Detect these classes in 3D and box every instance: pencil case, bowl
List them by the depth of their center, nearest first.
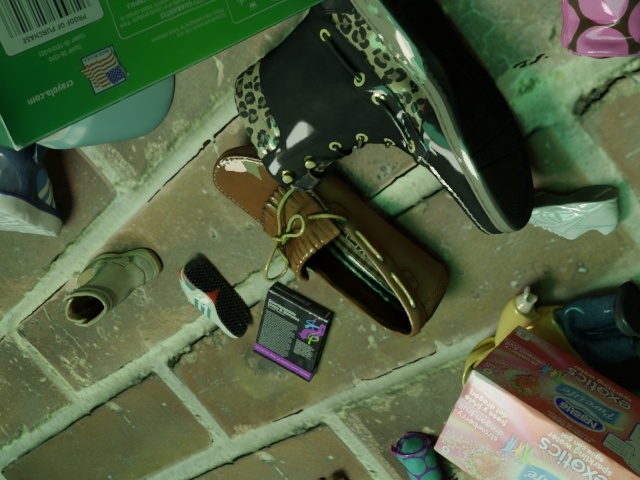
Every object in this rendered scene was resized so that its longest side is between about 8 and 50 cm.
[{"bbox_3d":[0.281,-0.285,0.847,0.098,0.095,0.209,-13,117,5],"label":"pencil case"},{"bbox_3d":[-0.394,-0.262,1.257,0.312,0.163,0.311,18,129,23],"label":"bowl"},{"bbox_3d":[0.173,0.401,1.424,0.070,0.064,0.151,-14,114,12],"label":"pencil case"}]

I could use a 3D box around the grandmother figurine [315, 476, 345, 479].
[{"bbox_3d":[0.120,0.584,1.575,0.342,0.104,0.208,42,162,-3],"label":"grandmother figurine"}]

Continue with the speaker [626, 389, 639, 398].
[{"bbox_3d":[0.421,0.261,1.116,0.297,0.131,0.131,-10,115,38],"label":"speaker"}]

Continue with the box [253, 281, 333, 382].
[{"bbox_3d":[-0.047,0.157,1.420,0.116,0.029,0.162,28,134,13],"label":"box"}]

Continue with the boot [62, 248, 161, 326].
[{"bbox_3d":[-0.407,0.091,1.513,0.213,0.165,0.077,-15,111,38],"label":"boot"}]

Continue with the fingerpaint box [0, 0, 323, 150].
[{"bbox_3d":[-0.235,-0.269,0.894,0.371,0.445,0.163,14,130,46],"label":"fingerpaint box"}]

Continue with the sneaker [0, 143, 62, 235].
[{"bbox_3d":[-0.519,-0.140,1.470,0.130,0.236,0.323,6,172,-2],"label":"sneaker"}]

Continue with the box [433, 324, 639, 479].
[{"bbox_3d":[0.314,0.259,1.013,0.300,0.154,0.142,32,122,22],"label":"box"}]

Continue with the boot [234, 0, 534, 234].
[{"bbox_3d":[0.070,-0.137,1.056,0.284,0.138,0.377,-29,99,42],"label":"boot"}]

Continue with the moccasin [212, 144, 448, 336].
[{"bbox_3d":[-0.001,0.002,1.196,0.380,0.147,0.139,41,134,2],"label":"moccasin"}]

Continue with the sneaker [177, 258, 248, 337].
[{"bbox_3d":[-0.191,0.105,1.468,0.161,0.057,0.075,51,150,-10],"label":"sneaker"}]

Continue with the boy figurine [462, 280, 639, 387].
[{"bbox_3d":[0.305,0.140,1.135,0.285,0.092,0.177,-24,109,38],"label":"boy figurine"}]

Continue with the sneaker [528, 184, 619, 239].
[{"bbox_3d":[0.295,-0.029,1.045,0.152,0.053,0.061,-1,123,33],"label":"sneaker"}]
